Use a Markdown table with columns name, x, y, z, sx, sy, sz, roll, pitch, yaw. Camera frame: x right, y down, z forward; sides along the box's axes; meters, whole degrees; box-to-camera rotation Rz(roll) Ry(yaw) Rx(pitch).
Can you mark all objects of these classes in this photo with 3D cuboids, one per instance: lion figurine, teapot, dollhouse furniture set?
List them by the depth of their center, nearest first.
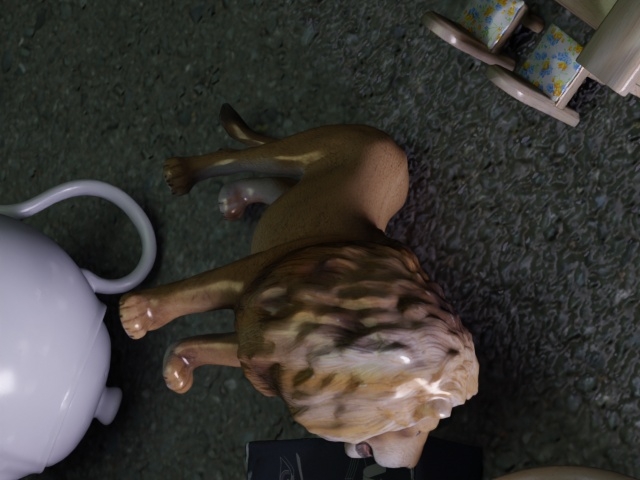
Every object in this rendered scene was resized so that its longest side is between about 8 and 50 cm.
| name | x | y | z | sx | sy | sz | roll | pitch | yaw |
| --- | --- | --- | --- | --- | --- | --- | --- | --- | --- |
| dollhouse furniture set | 0.192 | -0.188 | 1.190 | 0.242 | 0.161 | 0.212 | 44 | 107 | 36 |
| lion figurine | 0.000 | 0.000 | 1.271 | 0.240 | 0.142 | 0.392 | -13 | 42 | 17 |
| teapot | -0.256 | 0.103 | 1.460 | 0.252 | 0.187 | 0.256 | -83 | 15 | -59 |

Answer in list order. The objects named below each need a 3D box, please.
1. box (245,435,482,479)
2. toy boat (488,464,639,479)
| name | x | y | z | sx | sy | sz | roll | pitch | yaw |
| --- | --- | --- | --- | --- | --- | --- | --- | --- | --- |
| box | 0.029 | 0.225 | 1.263 | 0.158 | 0.093 | 0.156 | -8 | 74 | 37 |
| toy boat | 0.142 | 0.300 | 1.117 | 0.318 | 0.148 | 0.267 | -39 | 58 | -4 |
